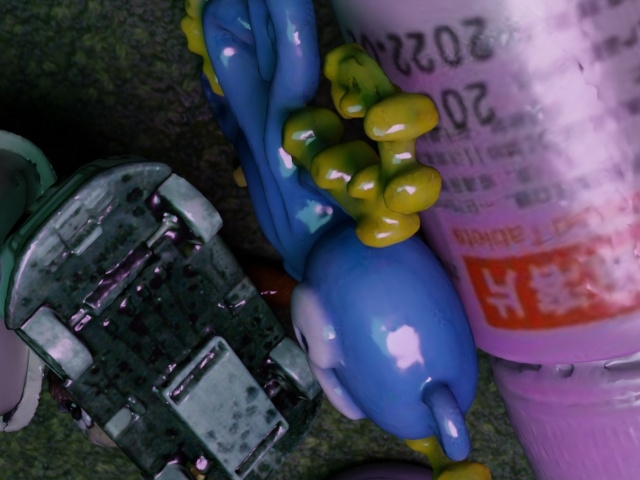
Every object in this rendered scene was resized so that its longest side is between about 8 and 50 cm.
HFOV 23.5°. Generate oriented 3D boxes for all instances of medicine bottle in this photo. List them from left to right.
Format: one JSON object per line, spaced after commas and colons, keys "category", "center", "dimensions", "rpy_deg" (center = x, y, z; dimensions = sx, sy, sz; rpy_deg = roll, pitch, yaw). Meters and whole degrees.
{"category": "medicine bottle", "center": [0.160, -0.040, 0.927], "dimensions": [0.219, 0.219, 0.388], "rpy_deg": [-15, 111, 17]}

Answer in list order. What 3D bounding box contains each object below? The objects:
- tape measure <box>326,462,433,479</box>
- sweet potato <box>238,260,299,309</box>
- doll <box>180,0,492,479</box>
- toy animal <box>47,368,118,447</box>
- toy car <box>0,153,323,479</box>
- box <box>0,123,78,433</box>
{"category": "tape measure", "center": [0.047, 0.260, 1.156], "dimensions": [0.196, 0.105, 0.178], "rpy_deg": [-13, 111, 18]}
{"category": "sweet potato", "center": [-0.134, 0.027, 1.106], "dimensions": [0.265, 0.057, 0.057], "rpy_deg": [12, 117, 6]}
{"category": "doll", "center": [0.000, 0.000, 0.934], "dimensions": [0.099, 0.341, 0.346], "rpy_deg": [-27, 141, -14]}
{"category": "toy animal", "center": [-0.136, 0.086, 1.117], "dimensions": [0.098, 0.098, 0.137], "rpy_deg": [40, 103, -9]}
{"category": "toy car", "center": [-0.111, 0.060, 0.992], "dimensions": [0.136, 0.125, 0.306], "rpy_deg": [-47, 136, -14]}
{"category": "box", "center": [-0.310, 0.004, 1.036], "dimensions": [0.291, 0.166, 0.220], "rpy_deg": [18, 114, 18]}
